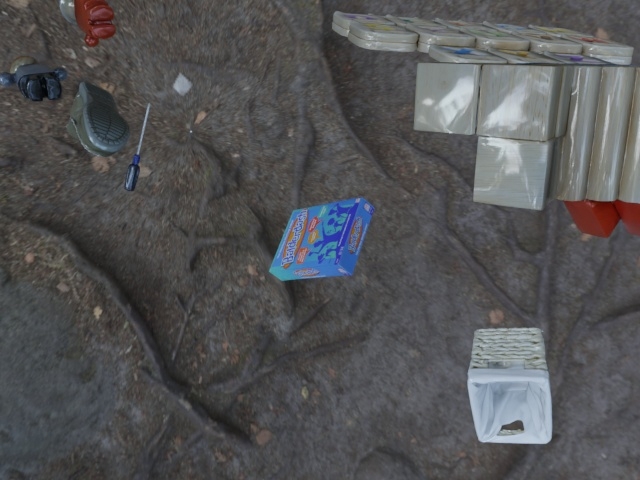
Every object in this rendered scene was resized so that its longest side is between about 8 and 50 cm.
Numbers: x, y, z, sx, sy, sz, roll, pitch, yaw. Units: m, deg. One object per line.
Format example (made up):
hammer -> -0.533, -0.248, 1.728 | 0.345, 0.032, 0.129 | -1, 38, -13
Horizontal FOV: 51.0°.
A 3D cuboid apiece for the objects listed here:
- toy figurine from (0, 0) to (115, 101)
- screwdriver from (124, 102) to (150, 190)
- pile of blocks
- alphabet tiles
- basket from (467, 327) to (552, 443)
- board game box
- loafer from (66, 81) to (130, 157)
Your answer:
toy figurine -> -0.440, -0.334, 0.997 | 0.209, 0.148, 0.213 | -52, 136, 2
screwdriver -> -0.341, -0.174, 1.255 | 0.024, 0.025, 0.169 | 17, 103, 8
pile of blocks -> 0.236, -0.063, 0.462 | 0.363, 0.149, 0.112 | 0, 106, -5
alphabet tiles -> 0.162, -0.209, 0.690 | 0.284, 0.278, 0.021 | 0, 115, -12
basket -> 0.287, 0.219, 1.016 | 0.113, 0.103, 0.167 | -4, 131, 17
board game box -> 0.000, 0.000, 1.397 | 0.047, 0.210, 0.160 | 38, 59, -34
loafer -> -0.431, -0.218, 1.290 | 0.094, 0.251, 0.087 | 23, 112, -33
